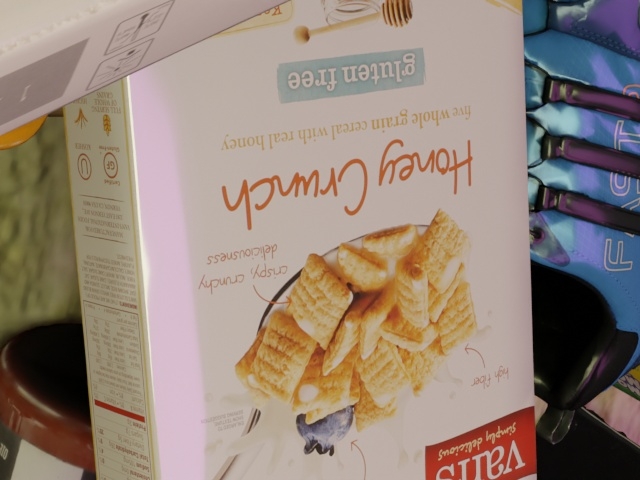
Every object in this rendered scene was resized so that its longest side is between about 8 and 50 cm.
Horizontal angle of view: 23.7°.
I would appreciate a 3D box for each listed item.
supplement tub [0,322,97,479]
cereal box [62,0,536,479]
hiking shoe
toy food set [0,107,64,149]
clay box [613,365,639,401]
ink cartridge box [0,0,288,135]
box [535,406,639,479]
[{"bbox_3d":[-0.112,0.142,0.659,0.106,0.106,0.198,-1,116,-46],"label":"supplement tub"},{"bbox_3d":[0.000,0.000,0.524,0.173,0.047,0.240,-13,103,-38],"label":"cereal box"},{"bbox_3d":[0.105,-0.052,0.698,0.132,0.113,0.304,-45,122,-28],"label":"hiking shoe"},{"bbox_3d":[-0.075,-0.125,0.550,0.111,0.104,0.232,31,74,-38],"label":"toy food set"},{"bbox_3d":[0.203,0.024,0.887,0.053,0.127,0.222,-44,140,-21],"label":"clay box"},{"bbox_3d":[-0.084,-0.177,0.419,0.296,0.261,0.066,-29,172,-29],"label":"ink cartridge box"},{"bbox_3d":[0.150,0.322,0.996,0.296,0.183,0.294,-41,140,-18],"label":"box"}]
